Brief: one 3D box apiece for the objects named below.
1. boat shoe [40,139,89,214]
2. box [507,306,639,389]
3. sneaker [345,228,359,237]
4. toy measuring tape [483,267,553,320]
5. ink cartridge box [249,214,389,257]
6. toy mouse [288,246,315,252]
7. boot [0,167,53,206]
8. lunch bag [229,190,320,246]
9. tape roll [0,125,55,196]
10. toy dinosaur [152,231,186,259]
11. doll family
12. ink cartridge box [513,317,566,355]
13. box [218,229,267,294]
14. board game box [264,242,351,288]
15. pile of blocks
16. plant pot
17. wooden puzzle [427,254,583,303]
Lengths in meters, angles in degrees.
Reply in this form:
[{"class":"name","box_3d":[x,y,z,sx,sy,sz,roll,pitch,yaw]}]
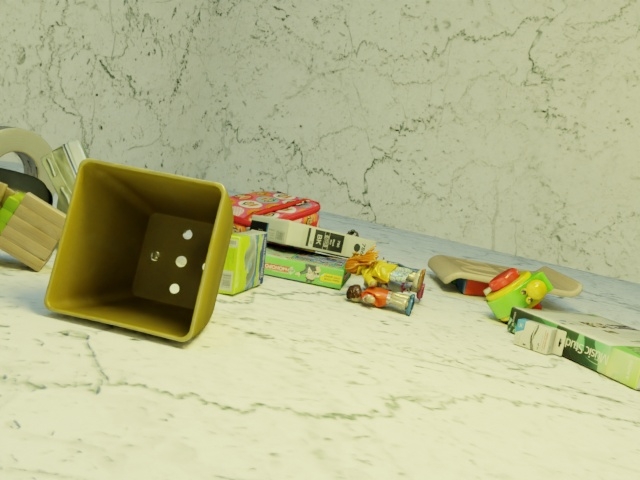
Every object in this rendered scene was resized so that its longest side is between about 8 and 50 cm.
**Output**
[{"class":"boat shoe","box_3d":[-0.481,-0.070,1.354,0.094,0.302,0.109,-25,-28,-8]},{"class":"box","box_3d":[0.543,0.197,1.247,0.232,0.058,0.322,7,6,-25]},{"class":"sneaker","box_3d":[0.094,-0.006,2.219,0.061,0.065,0.158,12,7,11]},{"class":"toy measuring tape","box_3d":[0.405,0.130,1.492,0.121,0.121,0.330,10,-10,-7]},{"class":"ink cartridge box","box_3d":[0.000,0.000,1.689,0.333,0.065,0.165,11,-1,-38]},{"class":"toy mouse","box_3d":[-0.077,0.018,1.901,0.143,0.031,0.161,12,7,14]},{"class":"boot","box_3d":[-0.629,-0.182,1.137,0.367,0.445,0.146,-4,56,-31]},{"class":"lunch bag","box_3d":[-0.141,-0.047,1.834,0.258,0.120,0.293,18,24,34]},{"class":"tape roll","box_3d":[-0.734,-0.158,1.577,0.072,0.219,0.219,14,7,38]},{"class":"toy dinosaur","box_3d":[-0.387,-0.051,1.455,0.313,0.160,0.121,12,7,6]},{"class":"doll family","box_3d":[0.135,0.068,1.425,0.163,0.118,0.263,12,7,14]},{"class":"ink cartridge box","box_3d":[0.398,0.176,1.217,0.083,0.048,0.028,16,9,41]},{"class":"box","box_3d":[-0.146,0.038,1.289,0.042,0.109,0.178,8,6,14]},{"class":"board game box","box_3d":[-0.090,0.047,1.572,0.317,0.046,0.213,11,7,8]},{"class":"pile of blocks","box_3d":[-0.608,-0.047,1.138,0.362,0.149,0.112,8,7,-13]},{"class":"plant pot","box_3d":[-0.233,0.021,0.975,0.212,0.212,0.187,11,-6,10]},{"class":"wooden puzzle","box_3d":[0.481,0.112,1.814,0.348,0.080,0.322,6,6,0]}]
